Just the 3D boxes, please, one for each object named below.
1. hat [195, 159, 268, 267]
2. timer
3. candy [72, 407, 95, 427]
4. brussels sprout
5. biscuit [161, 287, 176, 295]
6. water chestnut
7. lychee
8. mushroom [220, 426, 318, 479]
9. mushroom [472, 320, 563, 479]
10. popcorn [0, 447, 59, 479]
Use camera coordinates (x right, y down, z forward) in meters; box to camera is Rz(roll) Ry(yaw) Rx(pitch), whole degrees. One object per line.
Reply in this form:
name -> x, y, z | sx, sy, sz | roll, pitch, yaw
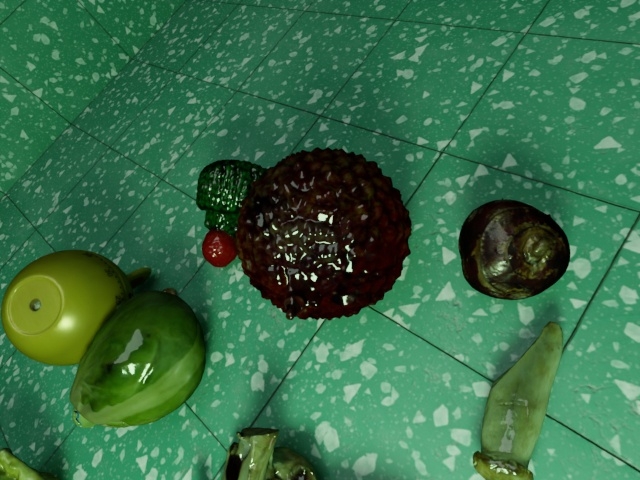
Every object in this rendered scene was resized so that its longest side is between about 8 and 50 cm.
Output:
hat -> -0.271, -0.076, 1.310 | 0.274, 0.242, 0.331 | 8, 88, 54
timer -> -0.726, 0.201, 1.270 | 0.377, 0.387, 0.375 | -1, 83, 5
candy -> -0.650, 0.400, 1.284 | 0.093, 0.092, 0.335 | -35, 32, 51
brussels sprout -> -0.474, 0.320, 1.110 | 0.315, 0.276, 0.371 | 23, 75, 38
biscuit -> -0.503, 0.220, 1.342 | 0.071, 0.018, 0.147 | -11, 58, 18
water chestnut -> 0.405, 0.021, 0.912 | 0.224, 0.223, 0.238 | -33, 17, 5
lychee -> 0.000, 0.000, 0.995 | 0.425, 0.424, 0.499 | 0, 41, 26
mushroom -> -0.126, 0.560, 0.904 | 0.217, 0.212, 0.291 | 138, 131, -58
mushroom -> 0.391, 0.309, 0.817 | 0.107, 0.087, 0.333 | 15, 66, 28
popcorn -> -0.833, 0.711, 1.060 | 0.313, 0.312, 0.312 | -12, 58, 20
